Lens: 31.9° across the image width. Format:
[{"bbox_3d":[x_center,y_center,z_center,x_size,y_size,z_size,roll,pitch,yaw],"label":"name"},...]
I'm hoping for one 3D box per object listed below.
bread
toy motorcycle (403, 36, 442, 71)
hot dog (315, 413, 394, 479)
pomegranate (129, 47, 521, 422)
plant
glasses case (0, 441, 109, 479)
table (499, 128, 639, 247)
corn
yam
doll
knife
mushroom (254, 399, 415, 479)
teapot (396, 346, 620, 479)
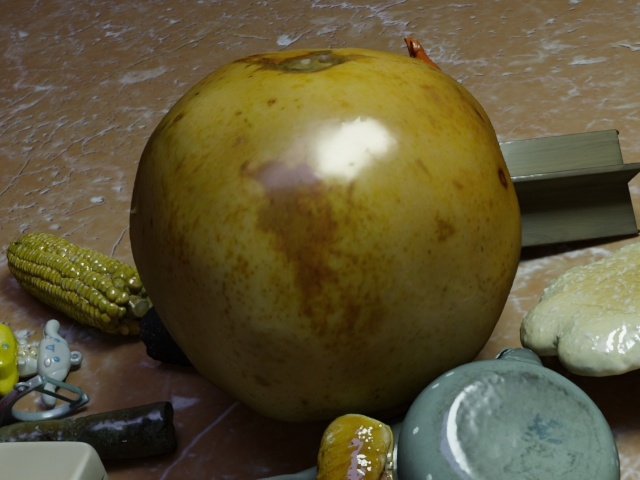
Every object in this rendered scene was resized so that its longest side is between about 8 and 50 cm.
[{"bbox_3d":[0.353,0.054,1.141,0.316,0.054,0.316,-16,14,4],"label":"bread"},{"bbox_3d":[0.048,-0.210,1.652,0.326,0.147,0.221,-10,4,-9],"label":"toy motorcycle"},{"bbox_3d":[0.016,0.276,0.924,0.088,0.061,0.285,-20,50,31],"label":"hot dog"},{"bbox_3d":[0.000,0.000,1.138,0.417,0.416,0.416,-11,33,7],"label":"pomegranate"},{"bbox_3d":[-0.137,0.105,1.313,0.143,0.092,0.094,-2,22,31],"label":"plant"},{"bbox_3d":[-0.318,0.332,1.048,0.144,0.076,0.336,-4,34,18],"label":"glasses case"},{"bbox_3d":[0.263,-0.059,1.352,0.227,0.167,0.167,-7,33,-3],"label":"table"},{"bbox_3d":[-0.319,0.049,1.461,0.101,0.101,0.292,-36,37,-29],"label":"corn"},{"bbox_3d":[-0.282,0.221,1.220,0.253,0.061,0.061,-11,33,8],"label":"yam"},{"bbox_3d":[-0.347,0.153,1.357,0.113,0.071,0.135,-17,44,-29],"label":"doll"},{"bbox_3d":[-0.414,0.209,1.273,0.278,0.123,0.053,-15,63,14],"label":"knife"},{"bbox_3d":[0.001,0.250,1.035,0.351,0.097,0.109,-25,31,-23],"label":"mushroom"},{"bbox_3d":[0.162,0.201,0.984,0.193,0.129,0.294,11,53,2],"label":"teapot"}]
